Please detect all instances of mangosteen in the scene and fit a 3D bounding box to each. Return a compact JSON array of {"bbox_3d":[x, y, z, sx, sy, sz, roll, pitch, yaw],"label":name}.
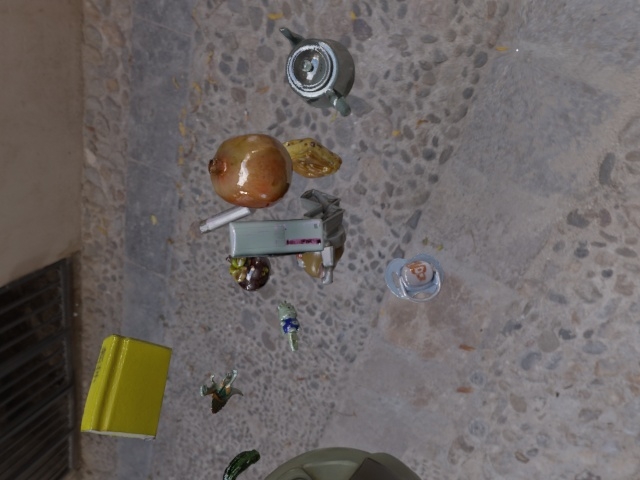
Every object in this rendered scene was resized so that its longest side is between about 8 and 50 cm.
[{"bbox_3d":[-0.331,0.130,1.894,0.217,0.192,0.192,22,125,-21],"label":"mangosteen"}]

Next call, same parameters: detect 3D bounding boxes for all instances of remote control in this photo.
[{"bbox_3d":[-0.071,-0.004,0.716,0.029,0.166,0.065,168,98,-69],"label":"remote control"}]

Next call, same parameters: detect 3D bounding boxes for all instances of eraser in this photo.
[{"bbox_3d":[-0.452,0.343,0.985,0.158,0.225,0.069,28,136,-35],"label":"eraser"}]

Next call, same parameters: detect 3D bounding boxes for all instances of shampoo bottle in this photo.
[{"bbox_3d":[-0.361,-0.092,1.626,0.228,0.086,0.055,-21,103,16],"label":"shampoo bottle"}]

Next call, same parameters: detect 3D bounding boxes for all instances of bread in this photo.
[{"bbox_3d":[-0.053,-0.332,1.728,0.235,0.211,0.099,3,73,46],"label":"bread"}]

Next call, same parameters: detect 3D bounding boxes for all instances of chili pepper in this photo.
[{"bbox_3d":[-0.179,0.506,0.915,0.055,0.118,0.035,45,133,-7],"label":"chili pepper"}]

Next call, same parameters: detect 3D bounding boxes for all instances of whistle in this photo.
[{"bbox_3d":[-0.142,0.396,1.960,0.092,0.110,0.244,-30,65,35],"label":"whistle"}]

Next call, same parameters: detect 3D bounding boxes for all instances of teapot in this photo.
[{"bbox_3d":[-0.005,-0.388,0.969,0.162,0.149,0.239,-34,92,20],"label":"teapot"}]

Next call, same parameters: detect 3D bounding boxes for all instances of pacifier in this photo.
[{"bbox_3d":[0.428,0.187,1.941,0.279,0.207,0.227,-11,75,-9],"label":"pacifier"}]

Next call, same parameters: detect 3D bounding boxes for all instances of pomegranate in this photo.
[{"bbox_3d":[-0.222,-0.211,1.267,0.252,0.271,0.228,21,109,46],"label":"pomegranate"}]

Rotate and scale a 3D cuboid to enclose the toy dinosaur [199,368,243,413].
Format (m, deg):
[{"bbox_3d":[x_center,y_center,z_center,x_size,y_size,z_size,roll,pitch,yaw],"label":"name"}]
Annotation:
[{"bbox_3d":[-0.247,0.390,1.058,0.044,0.106,0.187,14,136,18],"label":"toy dinosaur"}]

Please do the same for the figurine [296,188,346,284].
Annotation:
[{"bbox_3d":[0.001,0.001,1.404,0.167,0.342,0.284,9,127,10],"label":"figurine"}]

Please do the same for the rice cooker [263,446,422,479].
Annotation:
[{"bbox_3d":[0.037,0.525,0.647,0.336,0.335,0.325,5,118,23],"label":"rice cooker"}]
